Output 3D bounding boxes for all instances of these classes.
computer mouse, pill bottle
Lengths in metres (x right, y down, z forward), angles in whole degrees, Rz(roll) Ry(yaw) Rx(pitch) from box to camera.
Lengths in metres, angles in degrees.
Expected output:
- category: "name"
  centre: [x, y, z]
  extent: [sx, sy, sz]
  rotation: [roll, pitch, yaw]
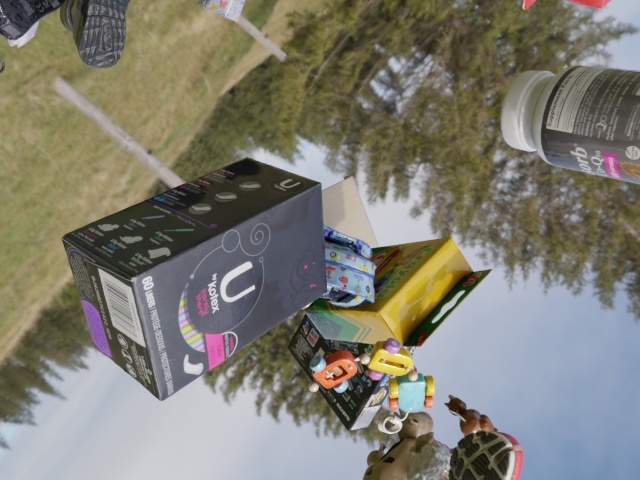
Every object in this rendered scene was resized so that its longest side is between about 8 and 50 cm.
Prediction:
- category: "computer mouse"
  centre: [-0.581, -0.449, 1.115]
  extent: [0.060, 0.184, 0.262]
  rotation: [17, -114, 33]
- category: "pill bottle"
  centre: [0.430, -0.181, 0.951]
  extent: [0.278, 0.162, 0.162]
  rotation: [24, -107, 47]

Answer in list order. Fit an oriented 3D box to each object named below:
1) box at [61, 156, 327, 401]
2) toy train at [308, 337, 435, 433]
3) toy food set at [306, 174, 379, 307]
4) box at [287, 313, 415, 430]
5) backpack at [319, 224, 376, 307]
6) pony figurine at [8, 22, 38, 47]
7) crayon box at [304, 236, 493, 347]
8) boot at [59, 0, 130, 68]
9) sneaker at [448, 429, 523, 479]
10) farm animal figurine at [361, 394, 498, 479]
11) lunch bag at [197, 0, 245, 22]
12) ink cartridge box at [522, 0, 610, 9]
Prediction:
- category: "box"
  centre: [-0.131, 0.031, 0.740]
  extent: [0.143, 0.165, 0.270]
  rotation: [23, -141, 37]
- category: "toy train"
  centre: [0.068, 0.173, 0.790]
  extent: [0.125, 0.166, 0.046]
  rotation: [-37, -151, 19]
- category: "toy food set"
  centre: [0.000, 0.000, 1.436]
  extent: [0.306, 0.220, 0.092]
  rotation: [-29, -167, -35]
- category: "box"
  centre: [0.070, 0.244, 1.491]
  extent: [0.295, 0.073, 0.293]
  rotation: [47, -61, 39]
- category: "backpack"
  centre: [0.016, 0.042, 1.004]
  extent: [0.117, 0.158, 0.173]
  rotation: [-71, -162, -6]
- category: "pony figurine"
  centre: [-0.772, -0.720, 1.717]
  extent: [0.363, 0.303, 0.351]
  rotation: [-12, -155, 4]
- category: "crayon box"
  centre: [0.128, 0.091, 1.116]
  extent: [0.202, 0.081, 0.318]
  rotation: [-41, -166, -26]
- category: "boot"
  centre: [-0.428, -0.528, 1.207]
  extent: [0.338, 0.118, 0.223]
  rotation: [-56, -131, 24]
- category: "sneaker"
  centre: [0.260, 0.381, 0.942]
  extent: [0.107, 0.118, 0.279]
  rotation: [-117, -153, -50]
- category: "farm animal figurine"
  centre: [0.180, 0.443, 1.258]
  extent: [0.326, 0.172, 0.330]
  rotation: [-26, 154, -53]
- category: "lunch bag"
  centre: [-0.177, -0.435, 1.099]
  extent: [0.053, 0.083, 0.071]
  rotation: [-8, 126, -65]
- category: "ink cartridge box"
  centre: [0.317, -0.350, 0.680]
  extent: [0.231, 0.078, 0.134]
  rotation: [-42, 144, -27]
